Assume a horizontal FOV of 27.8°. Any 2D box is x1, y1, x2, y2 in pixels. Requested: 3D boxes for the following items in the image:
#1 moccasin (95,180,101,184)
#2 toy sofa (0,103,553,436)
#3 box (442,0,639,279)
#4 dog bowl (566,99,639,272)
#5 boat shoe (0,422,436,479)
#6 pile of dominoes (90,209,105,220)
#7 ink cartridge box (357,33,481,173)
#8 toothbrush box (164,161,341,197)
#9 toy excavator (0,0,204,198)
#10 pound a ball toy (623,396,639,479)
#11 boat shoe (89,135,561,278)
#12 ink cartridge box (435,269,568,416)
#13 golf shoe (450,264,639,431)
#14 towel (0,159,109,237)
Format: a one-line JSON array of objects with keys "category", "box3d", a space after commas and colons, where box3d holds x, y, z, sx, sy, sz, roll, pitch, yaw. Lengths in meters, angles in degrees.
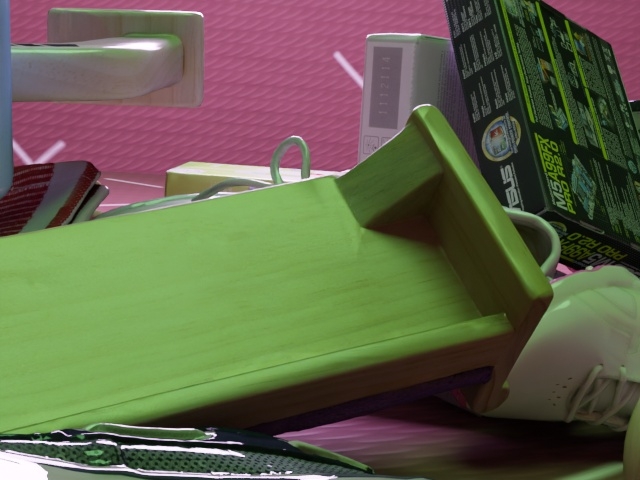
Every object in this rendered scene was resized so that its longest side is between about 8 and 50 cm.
[{"category": "moccasin", "box3d": [-0.264, 0.016, 1.161, 0.380, 0.147, 0.139, 10, 10, 42]}, {"category": "toy sofa", "box3d": [-0.074, 0.060, 0.705, 0.362, 0.177, 0.150, -12, 54, -25]}, {"category": "box", "box3d": [0.226, -0.103, 1.224, 0.216, 0.270, 0.060, 18, -39, -42]}, {"category": "dog bowl", "box3d": [0.445, -0.018, 1.426, 0.408, 0.150, 0.408, 12, -10, 2]}, {"category": "boat shoe", "box3d": [-0.107, 0.132, 0.510, 0.340, 0.127, 0.158, 9, -2, -27]}, {"category": "pile of dominoes", "box3d": [-0.115, 0.049, 1.216, 0.196, 0.040, 0.251, 40, -15, -34]}, {"category": "ink cartridge box", "box3d": [0.135, -0.050, 1.304, 0.066, 0.296, 0.261, 9, 8, 37]}, {"category": "toothbrush box", "box3d": [-0.064, -0.037, 1.803, 0.283, 0.122, 0.206, 6, 8, 3]}, {"category": "toy excavator", "box3d": [-0.258, -0.108, 0.866, 0.445, 0.222, 0.433, -1, 10, -19]}, {"category": "pound a ball toy", "box3d": [0.373, 0.106, 0.830, 0.319, 0.136, 0.208, -1, 9, -39]}, {"category": "boat shoe", "box3d": [0.002, 0.008, 0.928, 0.367, 0.136, 0.156, 6, -29, -11]}, {"category": "ink cartridge box", "box3d": [0.145, 0.071, 1.096, 0.224, 0.045, 0.223, 22, 29, 29]}, {"category": "golf shoe", "box3d": [0.232, 0.092, 0.924, 0.306, 0.115, 0.140, -7, 45, -34]}, {"category": "towel", "box3d": [-0.336, 0.025, 0.908, 0.329, 0.037, 0.237, -6, 30, 18]}]
